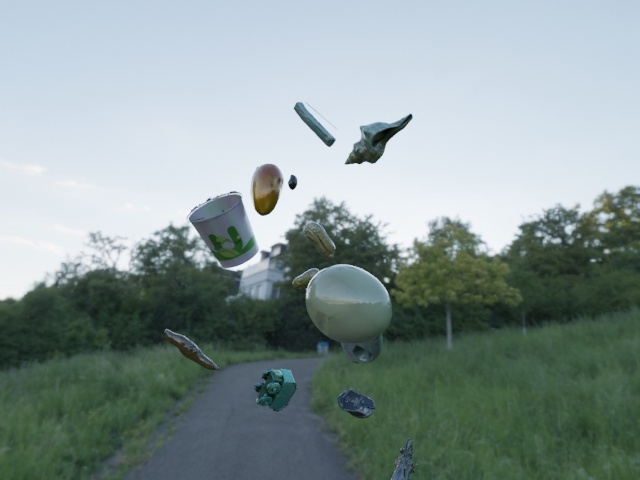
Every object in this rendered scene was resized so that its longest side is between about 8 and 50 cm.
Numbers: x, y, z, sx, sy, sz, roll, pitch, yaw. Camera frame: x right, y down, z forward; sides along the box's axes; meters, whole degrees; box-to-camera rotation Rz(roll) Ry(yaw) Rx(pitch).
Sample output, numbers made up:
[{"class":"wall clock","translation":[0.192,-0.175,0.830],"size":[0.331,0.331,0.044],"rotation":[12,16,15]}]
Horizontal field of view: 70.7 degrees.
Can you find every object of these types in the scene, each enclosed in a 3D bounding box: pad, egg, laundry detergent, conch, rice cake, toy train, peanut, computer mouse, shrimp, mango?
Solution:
[{"class":"pad","translation":[0.007,-0.474,1.725],"size":[0.157,0.003,0.112],"rotation":[40,10,-2]},{"class":"egg","translation":[0.077,0.182,1.298],"size":[0.269,0.219,0.219],"rotation":[27,1,45]},{"class":"laundry detergent","translation":[0.156,0.404,1.841],"size":[0.125,0.264,0.397],"rotation":[-30,-36,-18]},{"class":"conch","translation":[0.260,-0.503,2.190],"size":[0.169,0.386,0.203],"rotation":[44,15,18]},{"class":"rice cake","translation":[-0.025,-0.482,1.875],"size":[0.042,0.245,0.045],"rotation":[-23,-24,-49]},{"class":"toy train","translation":[-0.213,0.708,2.150],"size":[0.163,0.203,0.112],"rotation":[18,23,-31]},{"class":"peanut","translation":[0.000,0.000,1.761],"size":[0.080,0.080,0.174],"rotation":[-15,-63,50]},{"class":"computer mouse","translation":[0.167,0.770,2.113],"size":[0.192,0.105,0.062],"rotation":[10,-38,31]},{"class":"shrimp","translation":[0.270,0.755,1.350],"size":[0.169,0.296,0.058],"rotation":[-2,-36,40]},{"class":"mango","translation":[-0.238,-0.216,1.957],"size":[0.138,0.257,0.187],"rotation":[27,-61,-25]}]

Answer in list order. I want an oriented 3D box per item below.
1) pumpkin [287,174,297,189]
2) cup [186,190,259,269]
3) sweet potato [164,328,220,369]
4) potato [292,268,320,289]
[{"class":"pumpkin","translation":[-0.120,-0.267,2.037],"size":[0.028,0.083,0.050],"rotation":[-15,-40,29]},{"class":"cup","translation":[-0.404,-0.040,1.946],"size":[0.253,0.253,0.274],"rotation":[-4,-58,31]},{"class":"sweet potato","translation":[-0.523,0.448,1.829],"size":[0.274,0.067,0.067],"rotation":[37,-21,-2]},{"class":"potato","translation":[-0.070,0.205,2.349],"size":[0.170,0.080,0.107],"rotation":[-35,-8,11]}]
